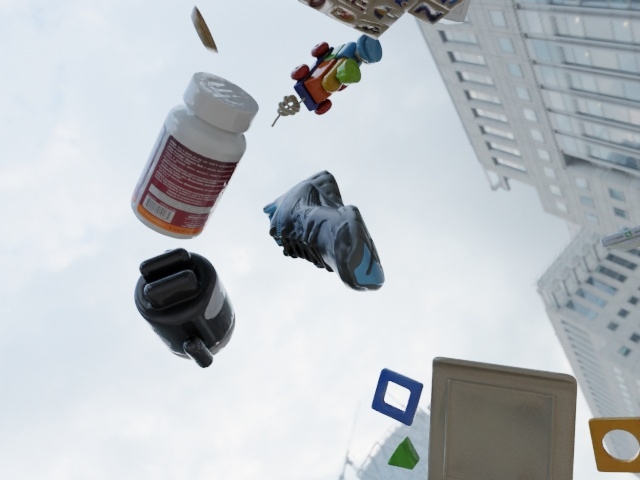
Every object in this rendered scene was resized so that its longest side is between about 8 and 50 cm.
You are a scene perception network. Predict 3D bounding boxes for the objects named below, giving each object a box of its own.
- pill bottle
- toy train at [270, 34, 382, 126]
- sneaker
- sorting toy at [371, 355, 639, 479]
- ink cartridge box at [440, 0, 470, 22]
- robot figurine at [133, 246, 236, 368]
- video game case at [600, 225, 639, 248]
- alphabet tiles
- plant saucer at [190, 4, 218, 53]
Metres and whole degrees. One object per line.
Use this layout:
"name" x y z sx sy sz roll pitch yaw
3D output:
"pill bottle" -0.180 -0.119 0.863 0.121 0.121 0.221 10 -56 -38
"toy train" 0.016 -0.303 1.153 0.105 0.143 0.248 53 -129 -26
"sneaker" 0.000 0.000 0.936 0.139 0.341 0.125 -24 -66 -3
"sorting toy" 0.234 0.252 0.775 0.047 0.347 0.196 -9 -79 -62
"ink cartridge box" 0.150 -0.644 1.221 0.385 0.091 0.308 11 -74 -10
"robot figurine" -0.276 0.134 1.226 0.278 0.173 0.209 78 -152 -54
"video game case" 0.778 -0.020 1.395 0.212 0.193 0.023 6 -114 -51
"alphabet tiles" 0.068 -0.305 0.678 0.198 0.237 0.009 19 -103 -19
"plant saucer" -0.195 -0.347 0.994 0.015 0.083 0.083 -24 -53 4
